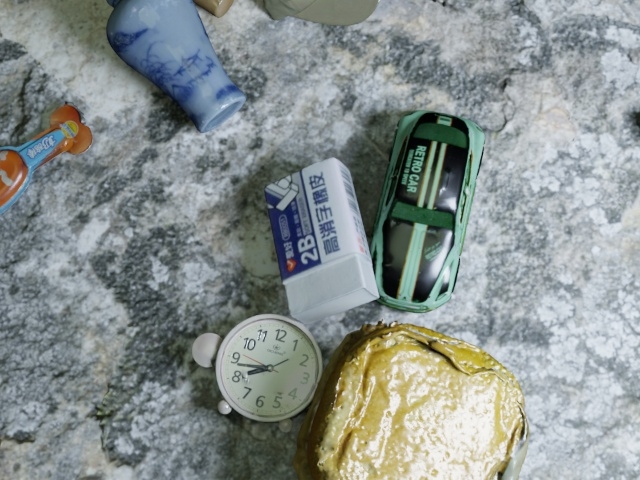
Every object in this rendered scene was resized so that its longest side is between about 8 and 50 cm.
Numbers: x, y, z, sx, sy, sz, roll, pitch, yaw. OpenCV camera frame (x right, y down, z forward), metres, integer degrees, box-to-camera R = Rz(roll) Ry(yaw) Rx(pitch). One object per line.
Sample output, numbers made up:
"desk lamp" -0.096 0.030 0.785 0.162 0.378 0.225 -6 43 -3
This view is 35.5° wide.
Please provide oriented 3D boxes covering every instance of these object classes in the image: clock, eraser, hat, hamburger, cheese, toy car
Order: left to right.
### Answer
"cheese" -0.463 -0.115 1.520 0.256 0.037 0.106 -35 79 -5
"clock" -0.071 0.185 1.419 0.229 0.063 0.156 14 80 5
"eraser" 0.000 0.000 1.420 0.124 0.068 0.210 -21 62 18
"hat" 0.003 -0.425 1.537 0.173 0.144 0.166 6 78 27
"hamburger" 0.126 0.262 1.325 0.318 0.158 0.319 1 85 -10
"toy car" 0.151 -0.053 1.435 0.136 0.125 0.306 13 76 5

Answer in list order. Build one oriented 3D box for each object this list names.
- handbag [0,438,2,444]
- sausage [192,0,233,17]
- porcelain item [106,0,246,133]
"handbag" -0.664 0.342 1.375 0.401 0.133 0.283 12 72 5
"sausage" -0.268 -0.445 1.582 0.301 0.066 0.066 31 79 7
"porcelain item" -0.223 -0.288 1.508 0.141 0.141 0.259 -39 85 -7
